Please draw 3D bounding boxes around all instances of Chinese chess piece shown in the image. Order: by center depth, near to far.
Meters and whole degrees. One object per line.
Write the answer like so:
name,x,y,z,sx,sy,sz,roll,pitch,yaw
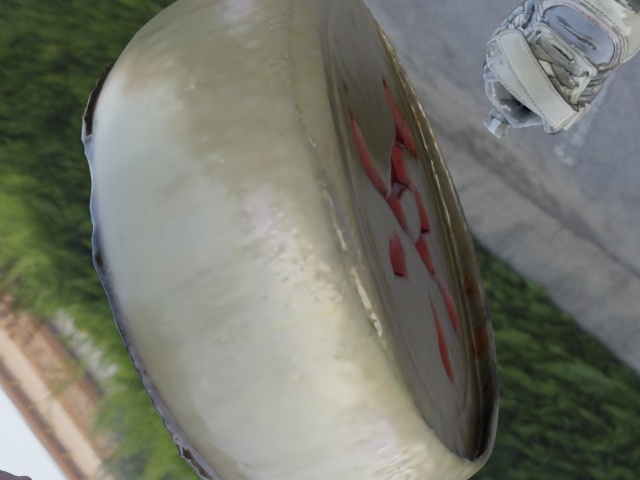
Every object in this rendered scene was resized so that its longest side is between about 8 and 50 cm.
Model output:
Chinese chess piece,0.000,0.000,0.448,0.250,0.103,0.249,-18,-90,-71

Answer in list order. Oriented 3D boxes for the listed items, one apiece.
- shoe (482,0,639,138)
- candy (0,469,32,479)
shoe,0.145,-0.119,0.613,0.089,0.092,0.180,40,177,2
candy,-0.238,0.203,0.398,0.155,0.265,0.116,37,-171,-45
